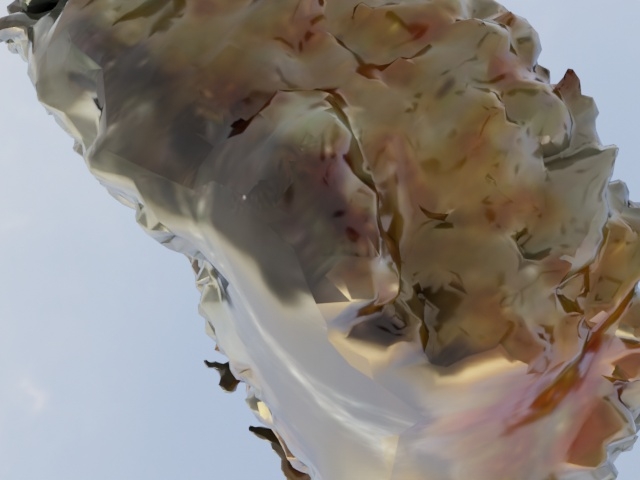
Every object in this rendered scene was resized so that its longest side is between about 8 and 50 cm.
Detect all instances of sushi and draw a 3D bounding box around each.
[{"bbox_3d":[-0.002,-0.002,0.545,0.176,0.417,0.417,-35,-134,-11],"label":"sushi"}]
